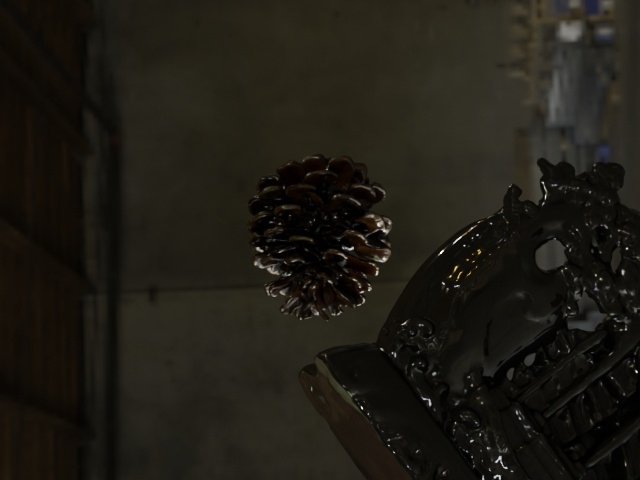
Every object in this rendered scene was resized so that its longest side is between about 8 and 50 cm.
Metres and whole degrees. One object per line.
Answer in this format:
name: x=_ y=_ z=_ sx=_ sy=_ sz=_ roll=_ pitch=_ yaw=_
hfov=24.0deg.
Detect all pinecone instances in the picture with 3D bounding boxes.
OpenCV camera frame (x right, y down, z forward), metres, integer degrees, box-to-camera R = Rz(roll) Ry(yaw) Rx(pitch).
pinecone: x=-0.001 y=0.007 z=1.600 sx=0.163 sy=0.162 sz=0.165 roll=77 pitch=-166 yaw=-60

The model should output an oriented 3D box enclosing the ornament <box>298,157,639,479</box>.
ornament: x=0.149 y=0.094 z=0.978 sx=0.251 sy=0.260 sz=0.106 roll=56 pitch=169 yaw=6
